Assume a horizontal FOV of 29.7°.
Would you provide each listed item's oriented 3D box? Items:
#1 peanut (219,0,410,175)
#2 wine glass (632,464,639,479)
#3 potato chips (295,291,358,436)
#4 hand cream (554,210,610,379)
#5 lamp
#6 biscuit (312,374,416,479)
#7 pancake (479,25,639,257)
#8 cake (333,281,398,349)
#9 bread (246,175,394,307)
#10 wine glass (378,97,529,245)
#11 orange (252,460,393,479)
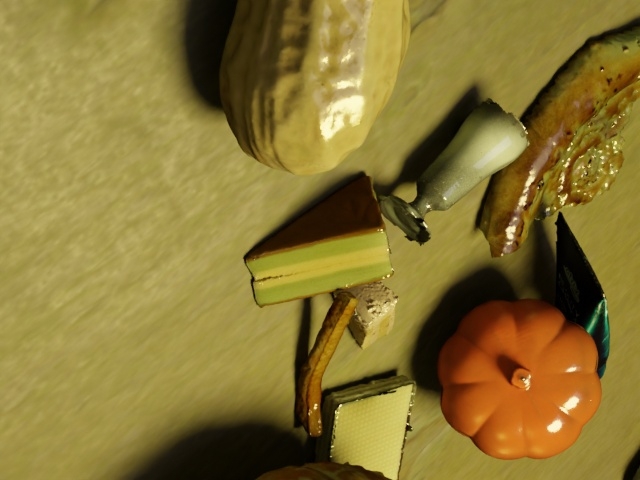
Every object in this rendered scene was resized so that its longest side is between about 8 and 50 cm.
[{"bbox_3d":[0.010,-0.206,0.974,0.152,0.152,0.313,-5,115,-41],"label":"peanut"},{"bbox_3d":[0.631,0.308,1.848,0.357,0.190,0.190,-51,138,-13],"label":"wine glass"},{"bbox_3d":[0.004,0.124,1.236,0.026,0.037,0.204,-28,145,-42],"label":"potato chips"},{"bbox_3d":[0.309,0.078,1.427,0.061,0.120,0.270,-19,148,-1],"label":"hand cream"},{"bbox_3d":[0.222,0.155,1.355,0.187,0.188,0.164,-54,169,-2],"label":"lamp"},{"bbox_3d":[0.043,0.248,1.364,0.121,0.040,0.199,-9,121,-35],"label":"biscuit"},{"bbox_3d":[0.312,-0.116,1.377,0.376,0.054,0.197,-47,138,-8],"label":"pancake"},{"bbox_3d":[0.055,0.084,1.263,0.052,0.065,0.121,-40,143,-13],"label":"cake"},{"bbox_3d":[-0.005,0.001,1.186,0.139,0.084,0.074,-15,131,2],"label":"bread"},{"bbox_3d":[0.136,-0.070,1.228,0.155,0.072,0.072,-43,137,-15],"label":"wine glass"},{"bbox_3d":[-0.019,0.374,1.204,0.329,0.249,0.329,-29,154,-16],"label":"orange"}]
